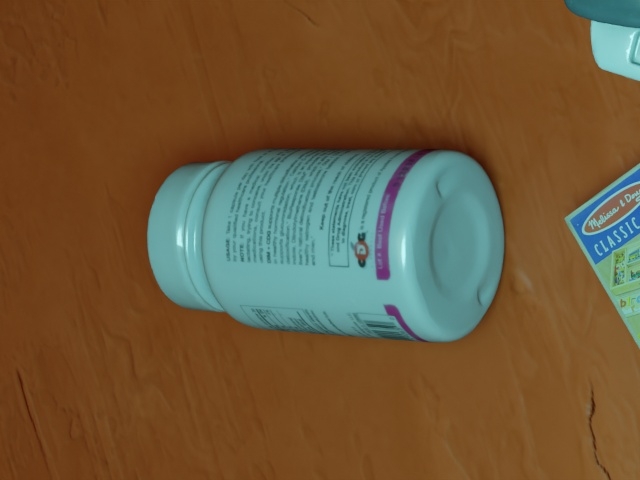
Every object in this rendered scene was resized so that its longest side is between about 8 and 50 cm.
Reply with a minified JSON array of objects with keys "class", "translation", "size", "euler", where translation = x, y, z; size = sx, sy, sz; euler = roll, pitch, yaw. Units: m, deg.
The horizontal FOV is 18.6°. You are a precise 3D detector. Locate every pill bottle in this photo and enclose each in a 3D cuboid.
[{"class":"pill bottle","translation":[0.000,0.000,1.678],"size":[0.283,0.160,0.160],"euler":[3,94,35]}]

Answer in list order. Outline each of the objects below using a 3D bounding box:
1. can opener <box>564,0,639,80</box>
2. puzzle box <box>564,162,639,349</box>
[{"class":"can opener","translation":[0.272,-0.101,1.127],"size":[0.283,0.095,0.076],"euler":[22,105,31]},{"class":"puzzle box","translation":[0.405,-0.014,1.453],"size":[0.409,0.052,0.272],"euler":[-39,70,31]}]
